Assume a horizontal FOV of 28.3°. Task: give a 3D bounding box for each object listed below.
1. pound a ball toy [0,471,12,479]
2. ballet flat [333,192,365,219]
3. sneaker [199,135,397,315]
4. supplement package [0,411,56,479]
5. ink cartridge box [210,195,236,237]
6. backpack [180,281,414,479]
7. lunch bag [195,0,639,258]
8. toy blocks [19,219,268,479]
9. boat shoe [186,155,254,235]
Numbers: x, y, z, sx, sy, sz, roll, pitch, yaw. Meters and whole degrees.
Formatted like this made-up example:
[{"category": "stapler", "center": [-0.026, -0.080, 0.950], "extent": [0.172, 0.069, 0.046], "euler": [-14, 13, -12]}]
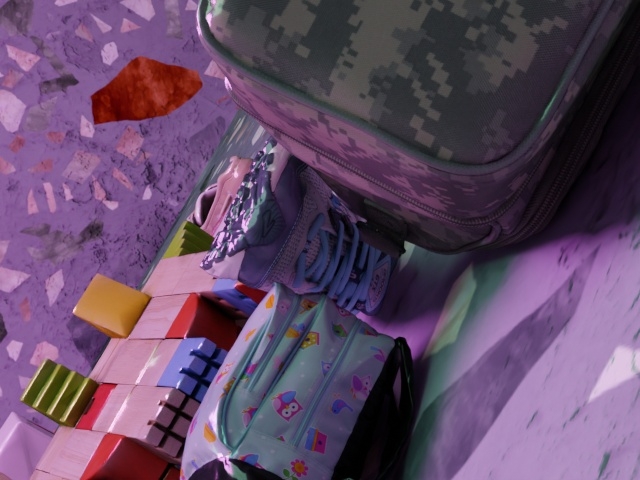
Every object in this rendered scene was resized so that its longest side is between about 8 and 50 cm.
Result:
[{"category": "pound a ball toy", "center": [-0.351, 0.384, 1.261], "extent": [0.319, 0.136, 0.208], "euler": [120, 159, -47]}, {"category": "ballet flat", "center": [0.035, -0.100, 1.272], "extent": [0.096, 0.095, 0.280], "euler": [-38, 31, 37]}, {"category": "sneaker", "center": [0.000, 0.000, 0.916], "extent": [0.110, 0.122, 0.283], "euler": [-62, -6, 1]}, {"category": "supplement package", "center": [-0.334, 0.323, 1.505], "extent": [0.175, 0.177, 0.293], "euler": [-60, 11, -12]}, {"category": "ink cartridge box", "center": [-0.049, -0.025, 1.416], "extent": [0.218, 0.092, 0.158], "euler": [-50, 13, 30]}, {"category": "backpack", "center": [-0.019, 0.116, 0.788], "extent": [0.152, 0.115, 0.182], "euler": [-49, 11, 53]}, {"category": "lunch bag", "center": [0.096, -0.152, 0.766], "extent": [0.305, 0.213, 0.256], "euler": [-60, -13, -9]}, {"category": "toy blocks", "center": [-0.132, 0.153, 1.135], "extent": [0.261, 0.191, 0.381], "euler": [-9, 49, 62]}, {"category": "boat shoe", "center": [-0.127, -0.033, 1.775], "extent": [0.302, 0.103, 0.113], "euler": [-45, 17, 53]}]
